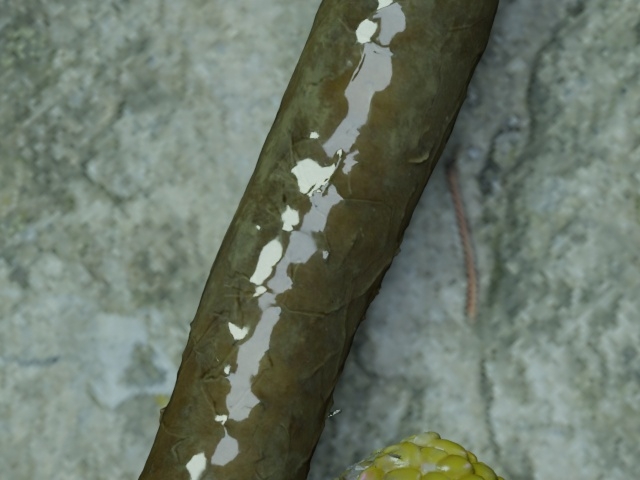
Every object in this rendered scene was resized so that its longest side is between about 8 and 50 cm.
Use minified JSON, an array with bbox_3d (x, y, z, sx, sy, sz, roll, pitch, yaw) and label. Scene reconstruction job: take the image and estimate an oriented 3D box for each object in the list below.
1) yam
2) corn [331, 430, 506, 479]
[{"bbox_3d":[0.000,0.000,0.734,0.081,0.081,0.357,18,76,9],"label":"yam"},{"bbox_3d":[0.092,0.198,0.667,0.101,0.101,0.292,-32,72,-5],"label":"corn"}]
